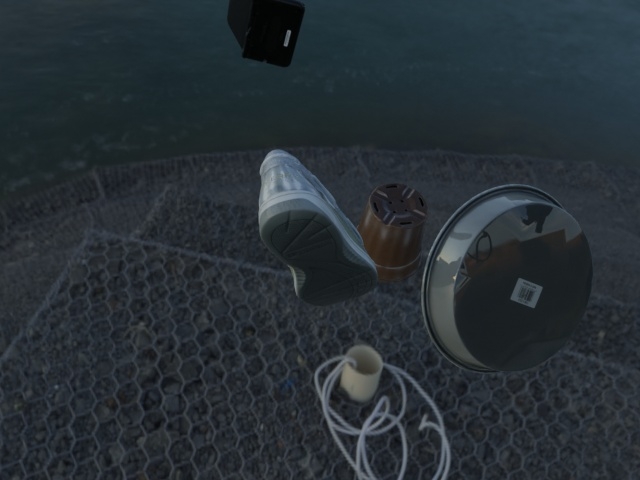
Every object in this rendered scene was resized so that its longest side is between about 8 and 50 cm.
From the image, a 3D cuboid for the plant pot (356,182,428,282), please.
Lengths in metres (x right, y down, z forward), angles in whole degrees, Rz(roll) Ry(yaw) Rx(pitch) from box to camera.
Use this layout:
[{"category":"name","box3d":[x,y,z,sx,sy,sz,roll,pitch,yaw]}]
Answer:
[{"category":"plant pot","box3d":[0.153,-0.024,1.474,0.167,0.165,0.167,4,52,-6]}]

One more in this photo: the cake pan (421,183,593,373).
[{"category":"cake pan","box3d":[0.286,0.066,1.019,0.293,0.293,0.054,-10,16,-22]}]

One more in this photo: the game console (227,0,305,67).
[{"category":"game console","box3d":[-0.080,-0.321,0.983,0.107,0.122,0.071,12,59,-8]}]

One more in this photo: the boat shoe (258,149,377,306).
[{"category":"boat shoe","box3d":[-0.003,0.000,0.931,0.118,0.320,0.103,-18,60,12]}]
